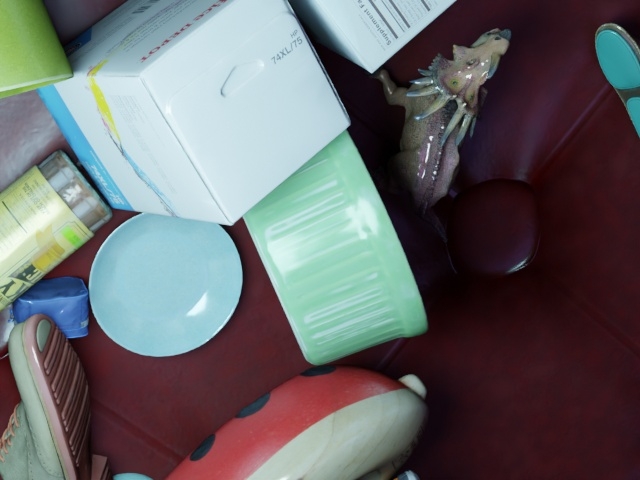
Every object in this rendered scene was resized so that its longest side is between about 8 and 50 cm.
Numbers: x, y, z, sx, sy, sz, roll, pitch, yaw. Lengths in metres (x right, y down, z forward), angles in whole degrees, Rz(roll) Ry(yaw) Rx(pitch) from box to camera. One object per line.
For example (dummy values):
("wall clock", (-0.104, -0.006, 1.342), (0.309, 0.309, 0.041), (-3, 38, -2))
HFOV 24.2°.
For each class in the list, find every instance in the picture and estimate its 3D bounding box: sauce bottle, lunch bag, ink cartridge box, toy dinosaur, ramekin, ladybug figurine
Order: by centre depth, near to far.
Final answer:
("ink cartridge box", (-0.148, -0.159, 1.661), (0.198, 0.270, 0.197), (-41, 117, -24))
("sauce bottle", (-0.405, 0.038, 1.753), (0.344, 0.111, 0.111), (-40, 115, -2))
("ramekin", (0.000, 0.000, 1.780), (0.148, 0.303, 0.303), (-24, 113, -3))
("lunch bag", (-0.331, 0.088, 1.814), (0.098, 0.067, 0.065), (-5, 112, -16))
("toy dinosaur", (0.140, -0.122, 1.835), (0.127, 0.200, 0.296), (-3, 108, -18))
("ladybug figurine", (-0.059, 0.304, 1.887), (0.449, 0.305, 0.162), (-38, 70, -6))

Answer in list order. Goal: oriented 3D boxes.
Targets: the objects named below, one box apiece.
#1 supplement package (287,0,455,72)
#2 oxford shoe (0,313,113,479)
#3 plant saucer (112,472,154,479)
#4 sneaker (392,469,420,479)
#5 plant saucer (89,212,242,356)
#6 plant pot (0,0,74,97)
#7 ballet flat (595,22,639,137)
("supplement package", (0.069, -0.362, 1.686), (0.262, 0.199, 0.198), (-41, 116, -3))
("oxford shoe", (-0.343, 0.244, 1.810), (0.130, 0.123, 0.348), (-3, 120, 9))
("plant saucer", (-0.254, 0.363, 1.952), (0.119, 0.021, 0.119), (-5, 108, -17))
("sneaker", (0.065, 0.426, 1.966), (0.180, 0.124, 0.321), (-17, 143, -12))
("plant saucer", (-0.196, 0.048, 1.864), (0.195, 0.037, 0.195), (-6, 108, -18))
("plant pot", (-0.424, -0.276, 1.524), (0.274, 0.275, 0.293), (-16, 97, -13))
("ballet flat", (0.428, -0.213, 1.989), (0.067, 0.073, 0.206), (-46, 121, -31))
